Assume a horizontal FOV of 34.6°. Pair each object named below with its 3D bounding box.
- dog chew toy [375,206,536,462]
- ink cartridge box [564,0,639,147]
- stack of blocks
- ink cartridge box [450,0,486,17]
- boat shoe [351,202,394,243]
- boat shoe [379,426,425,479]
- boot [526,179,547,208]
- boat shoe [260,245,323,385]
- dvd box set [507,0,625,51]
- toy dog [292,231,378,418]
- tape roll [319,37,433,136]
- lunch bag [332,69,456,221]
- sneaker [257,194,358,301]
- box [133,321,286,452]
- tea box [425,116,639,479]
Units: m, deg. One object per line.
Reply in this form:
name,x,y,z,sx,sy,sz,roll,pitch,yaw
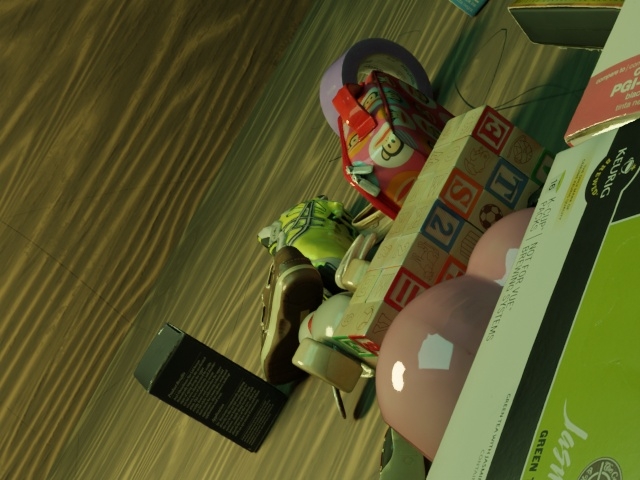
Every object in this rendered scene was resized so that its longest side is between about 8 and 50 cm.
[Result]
dog chew toy,0.201,0.065,0.912,0.332,0.206,0.206,-51,16,-6
ink cartridge box,0.352,-0.150,0.839,0.283,0.207,0.117,-63,18,-18
stack of blocks,0.162,0.023,1.130,0.297,0.171,0.087,-61,17,-17
ink cartridge box,0.323,-0.600,1.918,0.307,0.129,0.223,-50,17,23
boat shoe,0.114,-0.068,1.642,0.170,0.059,0.063,-50,17,21
boat shoe,0.090,0.252,1.142,0.042,0.049,0.133,99,-179,-51
boot,0.330,-0.122,1.049,0.246,0.094,0.207,-26,38,49
boat shoe,-0.049,0.112,1.572,0.257,0.095,0.095,105,147,-42
dvd box set,0.424,-0.361,1.096,0.420,0.062,0.307,-41,16,-1
toy dog,0.062,0.131,1.337,0.220,0.161,0.333,-57,1,10
tape roll,0.099,-0.255,1.807,0.080,0.189,0.189,-31,30,55
lunch bag,0.123,-0.112,1.341,0.120,0.258,0.293,-51,17,20
sneaker,0.000,0.000,1.709,0.147,0.145,0.385,-46,22,-2
box,-0.181,0.234,1.659,0.108,0.207,0.153,-59,16,-7
tea box,0.267,0.087,0.618,0.323,0.220,0.329,-25,36,63
